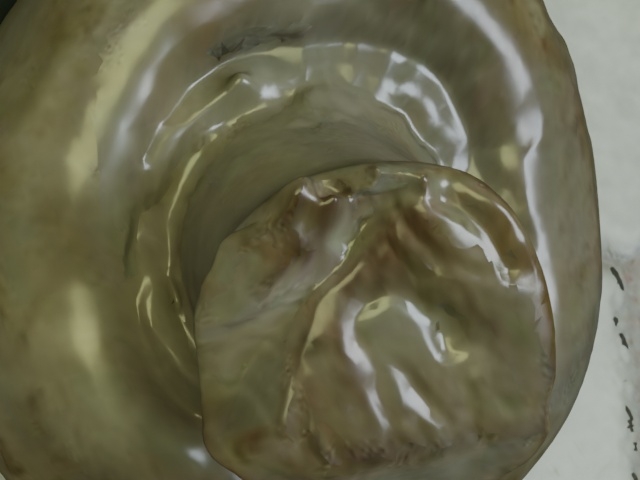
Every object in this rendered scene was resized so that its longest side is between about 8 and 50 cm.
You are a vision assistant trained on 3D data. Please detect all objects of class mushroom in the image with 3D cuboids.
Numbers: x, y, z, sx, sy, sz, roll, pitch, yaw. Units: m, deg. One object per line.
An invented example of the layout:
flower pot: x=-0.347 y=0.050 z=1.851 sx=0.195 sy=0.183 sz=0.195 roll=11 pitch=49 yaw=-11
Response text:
mushroom: x=0.000 y=0.000 z=0.654 sx=0.297 sy=0.290 sz=0.297 roll=-2 pitch=96 yaw=-22

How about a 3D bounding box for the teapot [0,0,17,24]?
teapot: x=-0.243 y=-0.088 z=0.725 sx=0.225 sy=0.171 sz=0.203 roll=-33 pitch=114 yaw=-6
